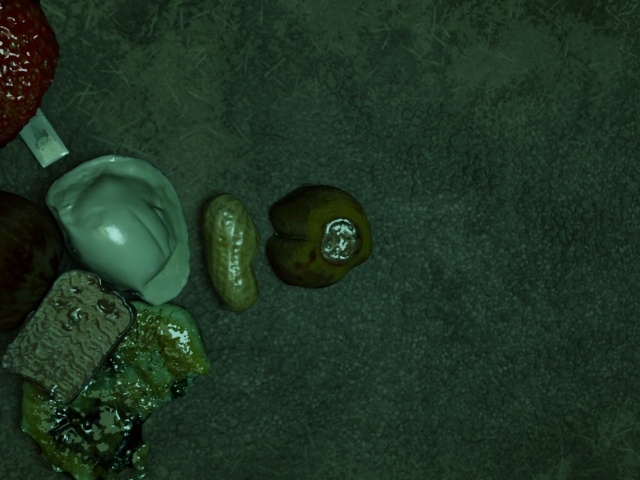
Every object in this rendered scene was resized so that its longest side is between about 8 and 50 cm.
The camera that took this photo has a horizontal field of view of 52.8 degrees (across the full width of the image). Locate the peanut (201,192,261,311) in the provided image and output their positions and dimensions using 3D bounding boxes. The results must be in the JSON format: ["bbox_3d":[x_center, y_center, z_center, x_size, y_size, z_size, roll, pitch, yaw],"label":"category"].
[{"bbox_3d":[-0.163,0.023,1.207,0.108,0.095,0.226,-6,95,-8],"label":"peanut"}]

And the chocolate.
[{"bbox_3d":[-0.417,0.155,1.090,0.148,0.093,0.214,38,86,-10],"label":"chocolate"}]

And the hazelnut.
[{"bbox_3d":[-0.545,0.036,1.066,0.218,0.218,0.234,25,89,-12],"label":"hazelnut"}]

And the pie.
[{"bbox_3d":[-0.382,0.261,1.185,0.296,0.078,0.371,35,85,-9],"label":"pie"}]

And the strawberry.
[{"bbox_3d":[-0.550,-0.294,1.040,0.238,0.250,0.289,6,109,-13],"label":"strawberry"}]

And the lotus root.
[{"bbox_3d":[0.000,-0.001,1.201,0.199,0.180,0.188,-34,103,-9],"label":"lotus root"}]

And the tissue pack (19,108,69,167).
[{"bbox_3d":[-0.506,-0.190,1.160,0.056,0.023,0.108,-34,100,-8],"label":"tissue pack"}]

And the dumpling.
[{"bbox_3d":[-0.341,-0.026,1.156,0.175,0.243,0.227,18,56,26],"label":"dumpling"}]
